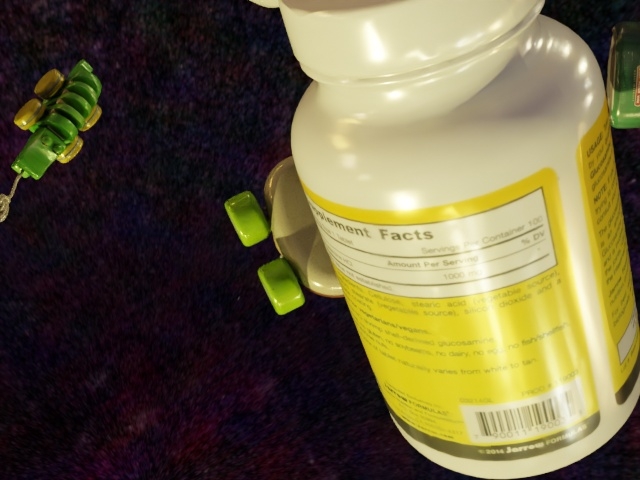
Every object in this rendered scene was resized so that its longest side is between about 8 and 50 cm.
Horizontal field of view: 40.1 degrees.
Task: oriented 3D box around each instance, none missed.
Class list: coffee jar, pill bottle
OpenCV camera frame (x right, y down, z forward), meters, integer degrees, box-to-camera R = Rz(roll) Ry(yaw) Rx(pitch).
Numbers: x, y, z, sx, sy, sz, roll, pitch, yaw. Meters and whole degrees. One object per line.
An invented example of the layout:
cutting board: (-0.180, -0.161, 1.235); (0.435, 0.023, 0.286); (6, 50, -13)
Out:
coffee jar: (0.353, -0.147, 0.778); (0.184, 0.079, 0.096); (2, 110, 15)
pill bottle: (0.093, -0.023, 0.558); (0.188, 0.188, 0.334); (-33, 125, -18)

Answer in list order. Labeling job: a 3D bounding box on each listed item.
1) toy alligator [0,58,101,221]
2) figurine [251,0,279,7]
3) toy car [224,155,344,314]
toy alligator: (-0.233, -0.092, 0.761); (0.056, 0.051, 0.190); (44, 50, -33)
figurine: (-0.017, -0.245, 0.691); (0.215, 0.092, 0.209); (9, 59, -55)
toy car: (0.000, 0.000, 0.920); (0.155, 0.188, 0.149); (-26, 78, -7)
